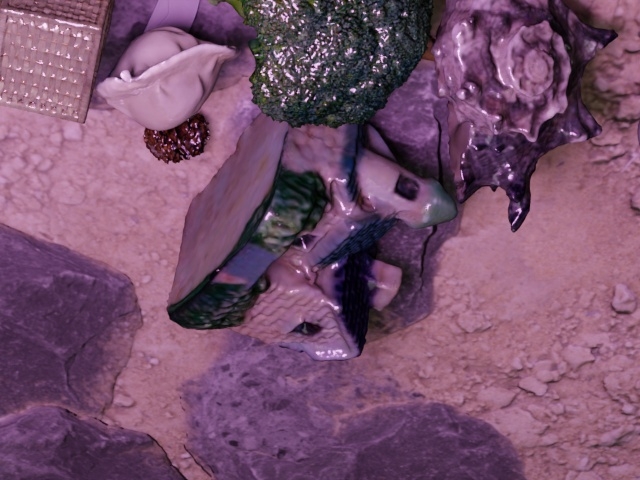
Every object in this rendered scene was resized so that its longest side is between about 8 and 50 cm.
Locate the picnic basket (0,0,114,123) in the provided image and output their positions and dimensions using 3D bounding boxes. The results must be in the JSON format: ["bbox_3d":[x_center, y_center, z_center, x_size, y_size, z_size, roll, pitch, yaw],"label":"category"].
[{"bbox_3d":[-0.313,-0.249,1.538,0.154,0.196,0.134,13,131,-9],"label":"picnic basket"}]

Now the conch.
[{"bbox_3d":[0.212,-0.170,1.565,0.186,0.241,0.313,27,123,25],"label":"conch"}]

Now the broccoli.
[{"bbox_3d":[-0.007,-0.264,1.505,0.297,0.297,0.297,30,140,30],"label":"broccoli"}]

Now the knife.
[{"bbox_3d":[-0.190,-0.250,1.650,0.058,0.032,0.244,26,123,-17],"label":"knife"}]

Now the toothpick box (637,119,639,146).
[{"bbox_3d":[0.512,-0.200,1.559,0.229,0.229,0.316,16,128,-12],"label":"toothpick box"}]

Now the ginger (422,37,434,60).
[{"bbox_3d":[0.115,-0.235,1.646,0.097,0.030,0.048,6,159,0],"label":"ginger"}]

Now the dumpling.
[{"bbox_3d":[-0.161,-0.197,1.585,0.155,0.181,0.111,-15,123,36],"label":"dumpling"}]

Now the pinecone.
[{"bbox_3d":[-0.179,-0.133,1.721,0.083,0.077,0.077,-13,135,-22],"label":"pinecone"}]

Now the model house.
[{"bbox_3d":[0.000,-0.002,1.723,0.284,0.243,0.298,22,140,-22],"label":"model house"}]
